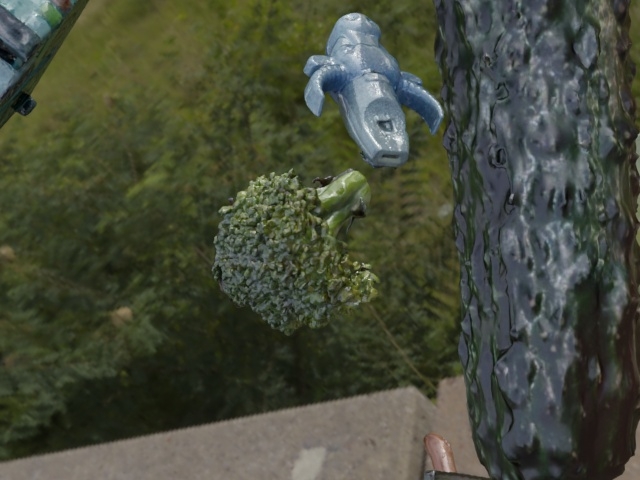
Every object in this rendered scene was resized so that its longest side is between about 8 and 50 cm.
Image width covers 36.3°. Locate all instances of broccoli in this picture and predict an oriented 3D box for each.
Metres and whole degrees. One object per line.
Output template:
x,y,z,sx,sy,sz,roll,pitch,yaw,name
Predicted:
-0.002,0.009,1.334,0.273,0.242,0.180,-33,28,-17,broccoli

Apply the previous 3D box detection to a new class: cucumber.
0.098,-0.042,0.447,0.096,0.096,0.360,-7,84,38,cucumber

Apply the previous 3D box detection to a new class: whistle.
0.057,-0.192,1.231,0.269,0.180,0.093,-108,33,-42,whistle

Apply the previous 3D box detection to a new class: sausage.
0.195,0.370,1.499,0.043,0.043,0.186,-29,42,16,sausage

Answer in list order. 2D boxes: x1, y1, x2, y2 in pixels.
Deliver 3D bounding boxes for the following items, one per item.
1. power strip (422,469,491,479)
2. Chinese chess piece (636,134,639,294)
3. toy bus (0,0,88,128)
0.198,0.433,1.262,0.092,0.257,0.251,-9,69,44,power strip
0.273,-0.019,0.720,0.144,0.058,0.144,-7,71,23,Chinese chess piece
-0.266,-0.155,0.735,0.256,0.128,0.147,-30,24,55,toy bus
